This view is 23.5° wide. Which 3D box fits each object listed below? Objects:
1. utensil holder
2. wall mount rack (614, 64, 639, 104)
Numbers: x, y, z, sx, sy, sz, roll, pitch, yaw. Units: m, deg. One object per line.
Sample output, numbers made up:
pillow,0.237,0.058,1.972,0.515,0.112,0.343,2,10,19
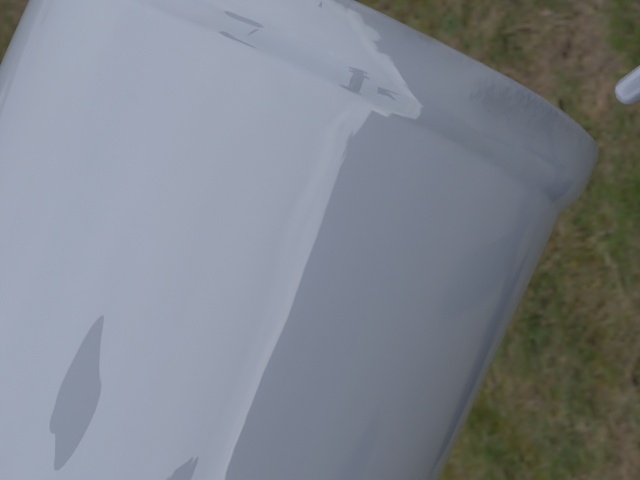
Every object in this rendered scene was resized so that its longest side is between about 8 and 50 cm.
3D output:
utensil holder,-0.072,0.060,0.857,0.327,0.327,0.386,22,88,52
wall mount rack,0.247,-0.076,0.823,0.304,0.130,0.350,68,-168,-65
